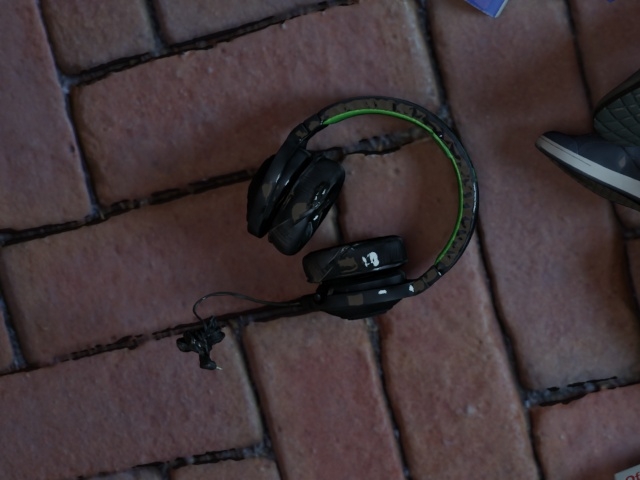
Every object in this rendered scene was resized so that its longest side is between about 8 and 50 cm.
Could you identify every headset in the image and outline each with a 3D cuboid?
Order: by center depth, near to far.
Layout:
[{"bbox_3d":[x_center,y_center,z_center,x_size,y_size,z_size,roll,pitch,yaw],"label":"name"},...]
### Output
[{"bbox_3d":[0.000,0.000,1.948,0.394,0.185,0.243,-39,86,11],"label":"headset"}]

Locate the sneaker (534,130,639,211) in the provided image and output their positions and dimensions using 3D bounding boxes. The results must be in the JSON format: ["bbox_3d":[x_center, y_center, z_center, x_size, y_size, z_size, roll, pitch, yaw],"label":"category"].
[{"bbox_3d":[0.362,-0.119,1.856,0.226,0.086,0.163,27,88,35],"label":"sneaker"}]

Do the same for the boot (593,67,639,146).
[{"bbox_3d":[0.393,-0.211,1.794,0.246,0.161,0.083,-32,127,17],"label":"boot"}]

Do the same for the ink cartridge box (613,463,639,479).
[{"bbox_3d":[0.414,0.327,1.878,0.127,0.072,0.175,-26,49,22],"label":"ink cartridge box"}]

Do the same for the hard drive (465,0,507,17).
[{"bbox_3d":[0.189,-0.440,1.868,0.210,0.040,0.318,33,110,10],"label":"hard drive"}]
